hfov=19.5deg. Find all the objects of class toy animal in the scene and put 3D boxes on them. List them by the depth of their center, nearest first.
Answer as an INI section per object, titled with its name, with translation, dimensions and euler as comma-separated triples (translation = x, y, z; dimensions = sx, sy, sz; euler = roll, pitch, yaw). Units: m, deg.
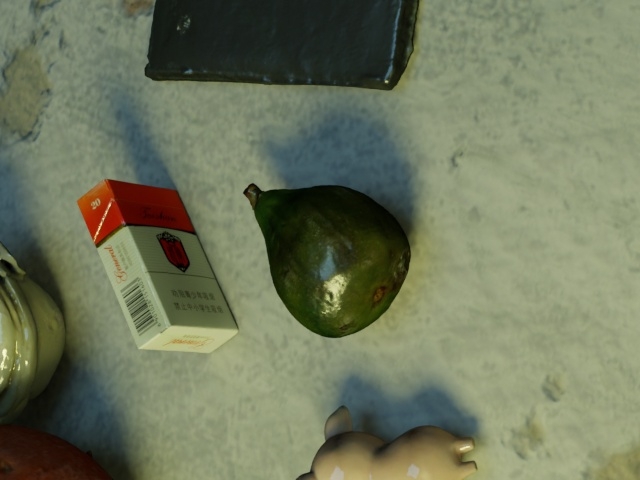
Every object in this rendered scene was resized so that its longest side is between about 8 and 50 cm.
[toy animal]
translation = 0.054, 0.182, 1.490
dimensions = 0.150, 0.083, 0.089
euler = -7, 103, 17

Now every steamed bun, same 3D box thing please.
[steamed bun]
translation = -0.350, 0.092, 1.675
dimensions = 0.211, 0.144, 0.218
euler = -40, 104, 1

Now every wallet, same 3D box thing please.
[wallet]
translation = -0.037, -0.206, 1.621
dimensions = 0.285, 0.030, 0.146
euler = 6, 86, 36

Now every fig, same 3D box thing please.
[fig]
translation = 0.000, 0.000, 1.537
dimensions = 0.177, 0.117, 0.117
euler = 44, 111, 47

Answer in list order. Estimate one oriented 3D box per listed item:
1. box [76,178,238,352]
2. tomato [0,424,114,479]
[box]
translation = -0.142, 0.023, 1.628
dimensions = 0.048, 0.100, 0.152
euler = -37, 66, 24
[tomato]
translation = -0.289, 0.294, 1.612
dimensions = 0.265, 0.265, 0.264
euler = -4, 83, 34
